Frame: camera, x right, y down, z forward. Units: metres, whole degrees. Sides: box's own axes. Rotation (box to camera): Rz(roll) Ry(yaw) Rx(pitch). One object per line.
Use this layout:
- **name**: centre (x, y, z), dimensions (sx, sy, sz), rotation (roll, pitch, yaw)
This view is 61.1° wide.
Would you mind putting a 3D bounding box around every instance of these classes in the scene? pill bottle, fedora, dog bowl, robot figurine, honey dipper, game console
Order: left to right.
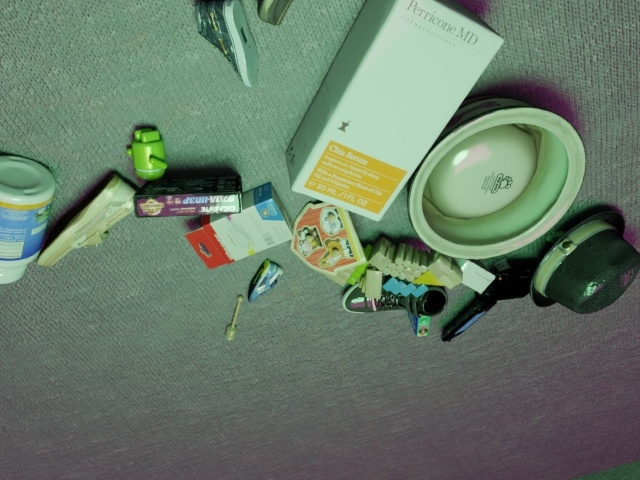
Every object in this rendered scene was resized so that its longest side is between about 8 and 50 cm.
- **pill bottle**: centre (-0.686, -0.037, 1.191), dimensions (0.152, 0.152, 0.272), rotation (17, 125, -22)
- **robot figurine**: centre (-0.370, -0.181, 1.170), dimensions (0.067, 0.101, 0.115), rotation (-26, 128, -46)
- **honey dipper**: centre (-0.245, 0.220, 1.551), dimensions (0.031, 0.030, 0.160), rotation (8, 125, -15)
- **dog bowl**: centre (0.386, -0.154, 1.270), dimensions (0.408, 0.150, 0.407), rotation (-5, 129, -6)
- **game console**: centre (0.498, 0.191, 1.602), dimensions (0.213, 0.044, 0.361), rotation (0, 141, -37)
- **fedora**: centre (0.738, 0.087, 1.468), dimensions (0.334, 0.152, 0.334), rotation (-18, 133, -20)

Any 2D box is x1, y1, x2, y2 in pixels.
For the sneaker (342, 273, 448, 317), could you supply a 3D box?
- **sneaker**: centre (0.210, 0.156, 1.480), dimensions (0.296, 0.147, 0.104), rotation (-10, 106, -5)

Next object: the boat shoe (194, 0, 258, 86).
- **boat shoe**: centre (-0.179, -0.383, 1.054), dimensions (0.083, 0.065, 0.183), rotation (8, 144, 16)

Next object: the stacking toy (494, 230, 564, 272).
- **stacking toy**: centre (0.548, -0.008, 1.478), dimensions (0.221, 0.052, 0.167), rotation (-30, 127, 15)

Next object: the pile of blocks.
- **pile of blocks**: centre (0.179, 0.064, 1.398), dimensions (0.362, 0.112, 0.148), rotation (10, 119, 11)

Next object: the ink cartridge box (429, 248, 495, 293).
- **ink cartridge box**: centre (0.374, 0.061, 1.436), dimensions (0.109, 0.150, 0.063), rotation (27, 107, -27)

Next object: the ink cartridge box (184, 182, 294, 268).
- **ink cartridge box**: centre (-0.196, -0.032, 1.321), dimensions (0.231, 0.078, 0.134), rotation (-21, 129, 8)

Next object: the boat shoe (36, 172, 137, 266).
- **boat shoe**: centre (-0.538, -0.027, 1.255), dimensions (0.302, 0.109, 0.098), rotation (-39, 123, 15)

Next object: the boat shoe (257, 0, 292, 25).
- **boat shoe**: centre (0.014, -0.516, 0.926), dimensions (0.130, 0.132, 0.355), rotation (24, 123, -25)

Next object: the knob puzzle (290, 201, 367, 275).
- **knob puzzle**: centre (0.000, 0.000, 1.342), dimensions (0.213, 0.030, 0.213), rotation (10, 110, 27)

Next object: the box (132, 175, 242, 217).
- **box**: centre (-0.282, -0.098, 1.188), dimensions (0.220, 0.175, 0.051), rotation (-3, 107, -7)

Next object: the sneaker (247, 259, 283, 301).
- **sneaker**: centre (-0.153, 0.118, 1.468), dimensions (0.059, 0.053, 0.144), rotation (20, 124, -26)

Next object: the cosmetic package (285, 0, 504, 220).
- **cosmetic package**: centre (0.128, -0.280, 1.117), dimensions (0.230, 0.161, 0.453), rotation (18, 123, -22)

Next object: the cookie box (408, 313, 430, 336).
- **cookie box**: centre (0.289, 0.214, 1.592), dimensions (0.040, 0.091, 0.107), rotation (-9, 130, -5)
